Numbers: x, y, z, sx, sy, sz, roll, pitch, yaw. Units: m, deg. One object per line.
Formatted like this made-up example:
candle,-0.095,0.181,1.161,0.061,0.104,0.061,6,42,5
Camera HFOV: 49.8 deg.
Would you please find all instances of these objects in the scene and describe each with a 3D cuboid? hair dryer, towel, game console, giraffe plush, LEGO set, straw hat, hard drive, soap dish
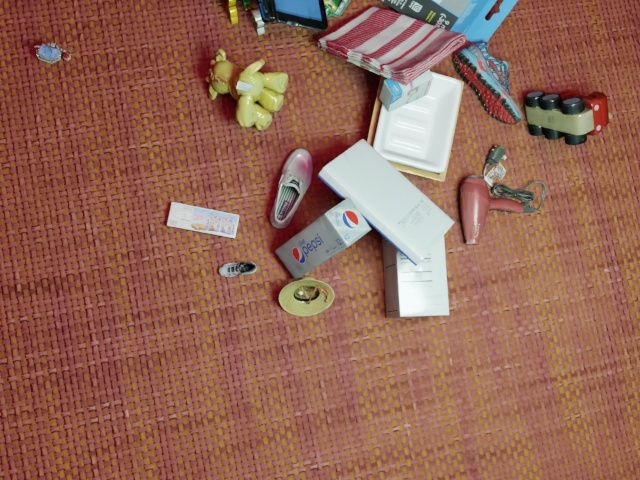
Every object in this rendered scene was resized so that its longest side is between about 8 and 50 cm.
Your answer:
hair dryer,0.488,-0.105,1.905,0.224,0.080,0.293,43,79,-3
towel,0.181,-0.525,1.808,0.237,0.037,0.329,-39,51,-24
game console,-0.091,-0.719,1.783,0.174,0.250,0.293,-10,68,1
giraffe plush,-0.213,-0.404,1.798,0.171,0.210,0.181,31,91,29
LEGO set,-0.228,-0.663,1.846,0.087,0.093,0.227,-23,88,-11
straw hat,-0.036,0.130,1.799,0.145,0.144,0.061,7,41,-9
hard drive,0.167,-0.101,1.700,0.319,0.040,0.210,43,42,5
soap dish,0.248,-0.319,1.871,0.229,0.118,0.290,14,82,-7

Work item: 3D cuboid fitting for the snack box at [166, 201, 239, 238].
snack box,-0.305,-0.052,1.798,0.178,0.022,0.064,11,81,-8

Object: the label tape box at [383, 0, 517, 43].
label tape box,0.362,-0.684,1.868,0.334,0.240,0.106,32,42,-4

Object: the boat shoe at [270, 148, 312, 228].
boat shoe,-0.070,-0.140,1.819,0.083,0.076,0.226,16,81,-7

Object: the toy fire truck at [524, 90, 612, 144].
toy fire truck,0.729,-0.358,1.918,0.246,0.217,0.158,-26,117,-16

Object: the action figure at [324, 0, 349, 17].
action figure,0.055,-0.711,1.918,0.137,0.063,0.232,27,83,-9

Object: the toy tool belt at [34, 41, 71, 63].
toy tool belt,-0.688,-0.483,1.771,0.083,0.051,0.052,8,82,-9

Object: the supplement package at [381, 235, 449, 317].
supplement package,0.247,0.079,1.813,0.134,0.139,0.243,-1,83,-11

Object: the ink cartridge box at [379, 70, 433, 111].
ink cartridge box,0.221,-0.392,1.767,0.123,0.088,0.052,-27,74,-11

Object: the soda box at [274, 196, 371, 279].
soda box,0.000,0.000,1.704,0.091,0.286,0.098,-35,90,-34

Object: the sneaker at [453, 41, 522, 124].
sneaker,0.499,-0.451,1.936,0.125,0.104,0.261,-37,90,-13

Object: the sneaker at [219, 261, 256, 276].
sneaker,-0.212,0.070,1.775,0.098,0.069,0.038,-10,85,-10
